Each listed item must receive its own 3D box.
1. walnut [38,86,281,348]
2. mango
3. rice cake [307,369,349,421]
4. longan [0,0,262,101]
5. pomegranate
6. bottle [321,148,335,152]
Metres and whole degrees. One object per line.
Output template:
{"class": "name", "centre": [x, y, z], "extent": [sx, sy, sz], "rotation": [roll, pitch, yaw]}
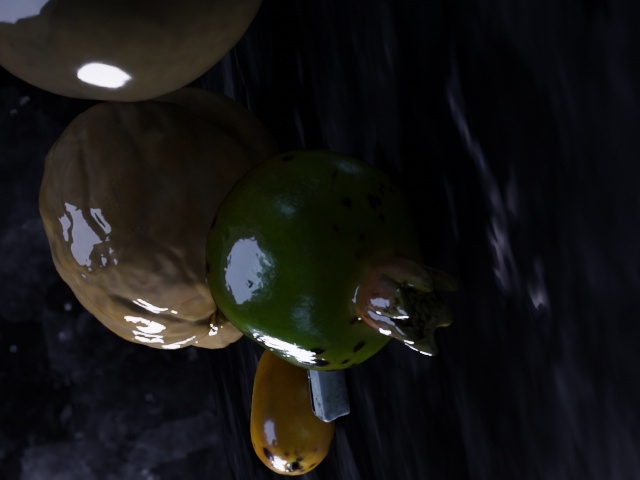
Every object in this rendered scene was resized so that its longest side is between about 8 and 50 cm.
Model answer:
{"class": "walnut", "centre": [-0.161, -0.025, 1.747], "extent": [0.296, 0.285, 0.285], "rotation": [4, -108, -62]}
{"class": "mango", "centre": [-0.033, 0.182, 1.748], "extent": [0.178, 0.090, 0.115], "rotation": [-116, 26, -68]}
{"class": "rice cake", "centre": [-0.006, 0.072, 1.608], "extent": [0.043, 0.034, 0.211], "rotation": [-165, 65, -77]}
{"class": "longan", "centre": [-0.187, -0.283, 1.465], "extent": [0.319, 0.319, 0.319], "rotation": [169, 90, -81]}
{"class": "pomegranate", "centre": [0.012, 0.021, 1.126], "extent": [0.205, 0.159, 0.159], "rotation": [25, 130, 48]}
{"class": "bottle", "centre": [0.000, 0.000, 1.375], "extent": [0.187, 0.069, 0.069], "rotation": [90, 165, -48]}
